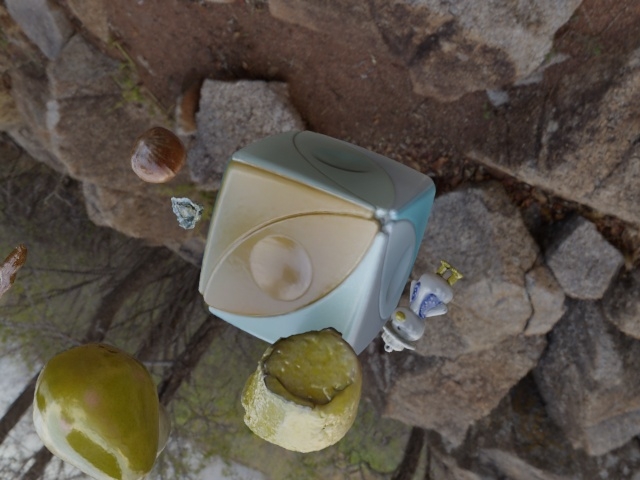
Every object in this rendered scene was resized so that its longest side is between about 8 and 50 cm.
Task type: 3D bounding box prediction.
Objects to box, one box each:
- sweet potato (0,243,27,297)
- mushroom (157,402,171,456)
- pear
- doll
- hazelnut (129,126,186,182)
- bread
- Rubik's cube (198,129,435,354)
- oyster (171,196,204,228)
[{"bbox_3d":[-0.919,0.094,1.883,0.057,0.194,0.056,27,-171,-4],"label":"sweet potato"},{"bbox_3d":[-0.535,0.528,1.744,0.246,0.246,0.202,1,132,43],"label":"mushroom"},{"bbox_3d":[-0.498,0.396,1.431,0.284,0.285,0.336,81,168,-48],"label":"pear"},{"bbox_3d":[0.265,0.184,1.721,0.119,0.293,0.138,26,-165,-50],"label":"doll"},{"bbox_3d":[-0.436,-0.228,1.703,0.150,0.150,0.150,25,146,18],"label":"hazelnut"},{"bbox_3d":[-0.030,0.242,1.046,0.197,0.197,0.170,27,139,15],"label":"bread"},{"bbox_3d":[0.000,0.000,1.280,0.348,0.351,0.351,23,112,17],"label":"Rubik's cube"},{"bbox_3d":[-0.313,-0.073,1.500,0.100,0.037,0.098,42,138,24],"label":"oyster"}]
